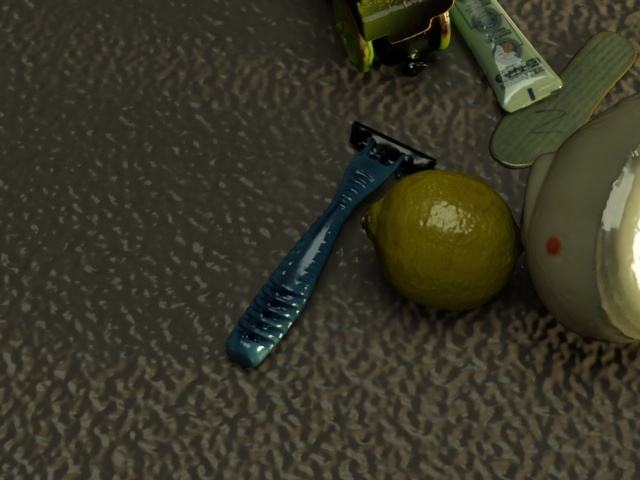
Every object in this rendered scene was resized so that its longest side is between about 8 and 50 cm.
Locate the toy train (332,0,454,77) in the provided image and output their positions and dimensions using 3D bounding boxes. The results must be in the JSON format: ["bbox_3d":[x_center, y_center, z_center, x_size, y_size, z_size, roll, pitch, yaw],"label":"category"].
[{"bbox_3d":[0.027,-0.282,1.397,0.100,0.160,0.296,-21,59,-8],"label":"toy train"}]

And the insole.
[{"bbox_3d":[0.214,-0.124,1.389,0.064,0.004,0.188,36,63,18],"label":"insole"}]

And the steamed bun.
[{"bbox_3d":[0.236,-0.020,1.228,0.130,0.177,0.228,7,43,45],"label":"steamed bun"}]

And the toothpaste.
[{"bbox_3d":[0.133,-0.213,1.425,0.062,0.039,0.239,-24,62,-12],"label":"toothpaste"}]

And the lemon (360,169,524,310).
[{"bbox_3d":[0.095,-0.001,1.240,0.133,0.109,0.109,12,57,-2],"label":"lemon"}]

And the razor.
[{"bbox_3d":[0.000,0.000,1.278,0.082,0.042,0.253,28,61,14],"label":"razor"}]
